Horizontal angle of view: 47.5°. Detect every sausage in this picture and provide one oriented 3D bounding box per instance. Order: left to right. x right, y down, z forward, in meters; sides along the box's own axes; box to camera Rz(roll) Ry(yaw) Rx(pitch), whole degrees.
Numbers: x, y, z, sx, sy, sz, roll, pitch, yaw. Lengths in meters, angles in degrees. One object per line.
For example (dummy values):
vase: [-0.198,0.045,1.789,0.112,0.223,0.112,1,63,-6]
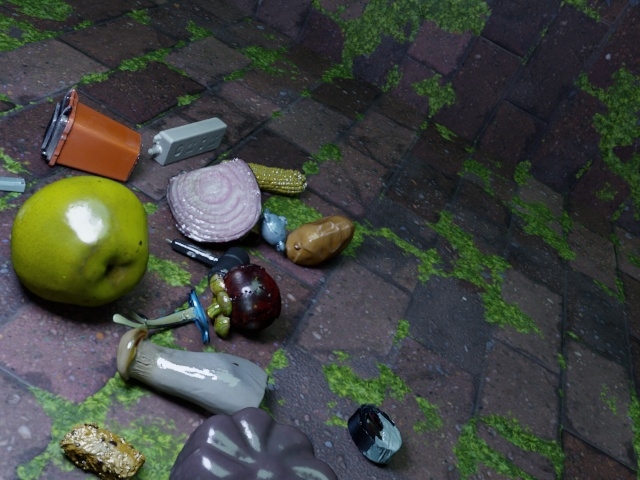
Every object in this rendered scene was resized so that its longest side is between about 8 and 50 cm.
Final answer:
sausage: [-0.001,0.000,2.072,0.120,0.136,0.241,47,39,17]

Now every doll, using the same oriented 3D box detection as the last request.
doll: [-0.125,-0.043,2.044,0.120,0.075,0.180,62,9,-14]

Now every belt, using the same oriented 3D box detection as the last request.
belt: [0.119,0.425,1.598,0.105,0.058,0.140,13,29,-34]

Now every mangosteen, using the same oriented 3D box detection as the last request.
mangosteen: [-0.184,0.138,1.698,0.180,0.166,0.166,-17,49,-25]

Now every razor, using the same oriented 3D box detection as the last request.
razor: [-0.834,-0.144,1.695,0.277,0.056,0.111,11,35,-40]

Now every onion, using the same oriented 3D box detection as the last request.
onion: [-0.280,-0.081,1.967,0.250,0.111,0.248,-15,63,-17]

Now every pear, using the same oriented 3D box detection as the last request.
pear: [-0.504,-0.003,1.532,0.294,0.294,0.294,20,31,-13]

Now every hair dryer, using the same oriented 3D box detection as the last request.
hair dryer: [-0.296,0.044,1.833,0.219,0.072,0.124,25,30,7]

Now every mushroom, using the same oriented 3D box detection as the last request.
mushroom: [-0.257,0.275,1.485,0.328,0.122,0.159,22,-4,-11]

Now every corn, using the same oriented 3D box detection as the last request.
corn: [-0.177,-0.196,2.265,0.288,0.087,0.086,10,35,-25]

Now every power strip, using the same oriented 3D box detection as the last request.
power strip: [-0.405,-0.305,2.229,0.058,0.098,0.338,39,32,13]

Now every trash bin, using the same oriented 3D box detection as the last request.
trash bin: [-0.605,-0.274,1.951,0.238,0.184,0.161,20,31,-25]

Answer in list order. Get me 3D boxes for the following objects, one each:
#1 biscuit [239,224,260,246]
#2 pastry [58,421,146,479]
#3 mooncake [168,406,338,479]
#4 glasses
biscuit: [-0.228,-0.063,2.047,0.052,0.056,0.188,25,25,-44]
pastry: [-0.381,0.371,1.277,0.140,0.056,0.080,36,38,1]
mooncake: [-0.116,0.442,1.292,0.306,0.154,0.306,23,30,-14]
glasses: [-0.325,0.148,1.544,0.206,0.102,0.239,14,-10,-13]
